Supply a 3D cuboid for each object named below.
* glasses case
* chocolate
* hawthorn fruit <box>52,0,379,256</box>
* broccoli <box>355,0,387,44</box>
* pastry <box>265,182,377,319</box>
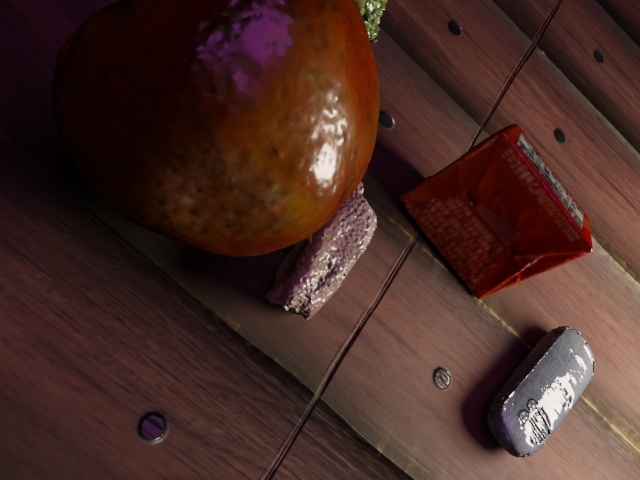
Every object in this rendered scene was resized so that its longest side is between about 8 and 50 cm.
[{"bbox_3d":[0.385,0.255,1.059,0.282,0.067,0.109,-35,93,-32],"label":"glasses case"},{"bbox_3d":[0.297,-0.048,1.028,0.237,0.235,0.108,51,46,-3],"label":"chocolate"},{"bbox_3d":[-0.105,-0.149,0.766,0.403,0.403,0.402,10,68,-26],"label":"hawthorn fruit"},{"bbox_3d":[-0.039,-0.386,0.952,0.375,0.249,0.301,-3,71,-36],"label":"broccoli"},{"bbox_3d":[0.011,0.005,0.926,0.112,0.103,0.265,34,61,-23],"label":"pastry"}]
